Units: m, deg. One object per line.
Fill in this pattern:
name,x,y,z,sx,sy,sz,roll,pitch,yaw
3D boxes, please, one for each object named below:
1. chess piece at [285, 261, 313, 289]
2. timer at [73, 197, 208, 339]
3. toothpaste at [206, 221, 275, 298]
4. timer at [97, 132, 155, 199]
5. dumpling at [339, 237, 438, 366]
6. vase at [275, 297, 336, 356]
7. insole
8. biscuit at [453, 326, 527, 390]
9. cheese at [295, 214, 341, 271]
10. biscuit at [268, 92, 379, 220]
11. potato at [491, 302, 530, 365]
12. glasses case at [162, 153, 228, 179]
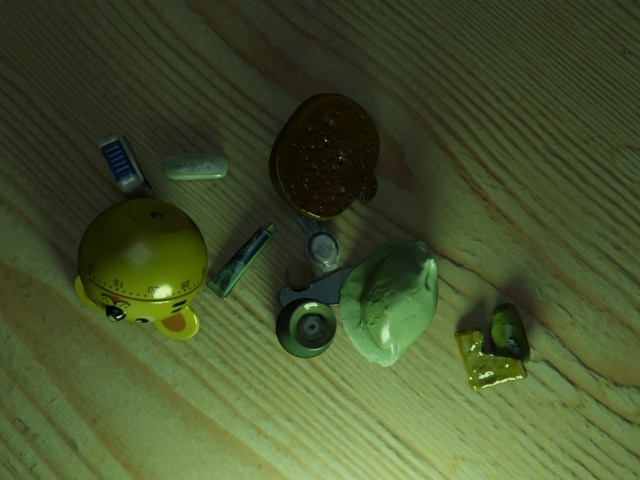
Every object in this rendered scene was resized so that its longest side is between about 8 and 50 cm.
chess piece,-0.061,0.102,1.942,0.083,0.038,0.084,0,69,0
timer,-0.483,0.091,1.798,0.376,0.376,0.387,22,120,1
toothpaste,-0.224,0.051,1.949,0.069,0.047,0.268,41,81,-7
timer,-0.537,-0.188,1.874,0.078,0.253,0.178,-28,81,-10
dumpling,0.203,0.159,1.863,0.270,0.212,0.321,40,71,1
vase,-0.031,0.233,1.770,0.173,0.321,0.173,1,83,-5
insole,0.024,0.143,1.958,0.309,0.012,0.110,-10,79,-6
biscuit,0.478,0.327,1.891,0.174,0.039,0.183,-27,75,30
cheese,0.000,0.000,1.973,0.105,0.042,0.191,-17,78,-8
biscuit,0.028,-0.240,1.986,0.350,0.070,0.394,43,67,-14
potato,0.548,0.273,1.925,0.105,0.085,0.188,-2,72,-3
glasses case,-0.376,-0.222,1.996,0.193,0.049,0.074,-1,77,-5
